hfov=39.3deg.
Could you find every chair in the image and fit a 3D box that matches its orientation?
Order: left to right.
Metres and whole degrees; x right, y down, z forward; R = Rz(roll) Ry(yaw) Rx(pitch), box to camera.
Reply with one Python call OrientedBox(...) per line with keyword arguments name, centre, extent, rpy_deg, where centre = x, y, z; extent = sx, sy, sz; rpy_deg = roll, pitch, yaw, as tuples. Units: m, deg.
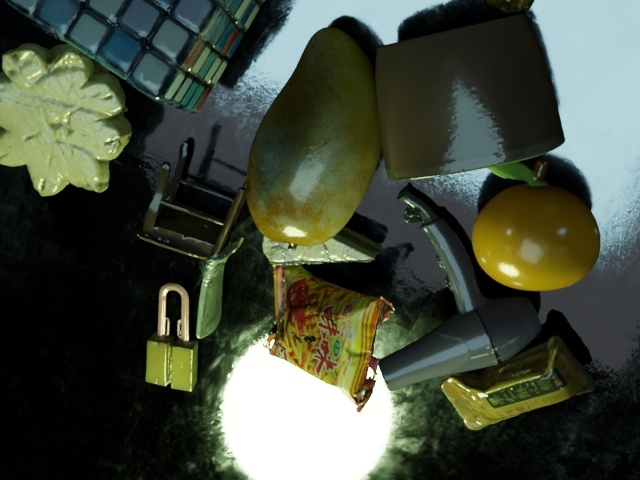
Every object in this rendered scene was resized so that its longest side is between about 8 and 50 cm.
OrientedBox(name="chair", centre=(-0.240, 0.001, 1.688), extent=(0.186, 0.160, 0.319), rpy_deg=(19, 114, -1))

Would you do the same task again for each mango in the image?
OrientedBox(name="mango", centre=(-0.006, -0.169, 1.536), extent=(0.221, 0.199, 0.384), rpy_deg=(19, 101, 33))

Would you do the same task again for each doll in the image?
OrientedBox(name="doll", centre=(0.365, -0.033, 1.511), extent=(0.213, 0.213, 0.236), rpy_deg=(2, 104, 12))

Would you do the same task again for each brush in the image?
OrientedBox(name="brush", centre=(-0.301, 0.191, 1.836), extent=(0.103, 0.047, 0.233), rpy_deg=(9, 112, 10))

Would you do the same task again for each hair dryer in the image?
OrientedBox(name="hair dryer", centre=(0.206, 0.079, 1.638), extent=(0.301, 0.121, 0.361), rpy_deg=(-22, 91, 2))

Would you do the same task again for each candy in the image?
OrientedBox(name="candy", centre=(0.362, 0.272, 1.687), extent=(0.271, 0.101, 0.143), rpy_deg=(-28, 110, 28))

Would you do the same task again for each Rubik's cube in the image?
OrientedBox(name="Rubik's cube", centre=(-0.268, -0.400, 1.418), extent=(0.292, 0.287, 0.293), rpy_deg=(31, 94, 0))

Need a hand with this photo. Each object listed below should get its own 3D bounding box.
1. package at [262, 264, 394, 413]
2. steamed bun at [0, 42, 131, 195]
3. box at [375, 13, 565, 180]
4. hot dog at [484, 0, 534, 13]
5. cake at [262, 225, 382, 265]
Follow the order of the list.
OrientedBox(name="package", centre=(0.013, 0.165, 1.690), extent=(0.288, 0.108, 0.223), rpy_deg=(23, 113, 34))
OrientedBox(name="steamed bun", centre=(-0.481, -0.226, 1.664), extent=(0.292, 0.137, 0.295), rpy_deg=(-33, 109, 18))
OrientedBox(name="box", centre=(0.229, -0.231, 1.424), extent=(0.301, 0.301, 0.216), rpy_deg=(-8, 102, 16))
OrientedBox(name="hot dog", centre=(0.306, -0.492, 1.403), extent=(0.115, 0.072, 0.269), rpy_deg=(11, 115, 8))
OrientedBox(name="cake", centre=(-0.010, 0.015, 1.673), extent=(0.220, 0.086, 0.116), rpy_deg=(27, 114, 2))
